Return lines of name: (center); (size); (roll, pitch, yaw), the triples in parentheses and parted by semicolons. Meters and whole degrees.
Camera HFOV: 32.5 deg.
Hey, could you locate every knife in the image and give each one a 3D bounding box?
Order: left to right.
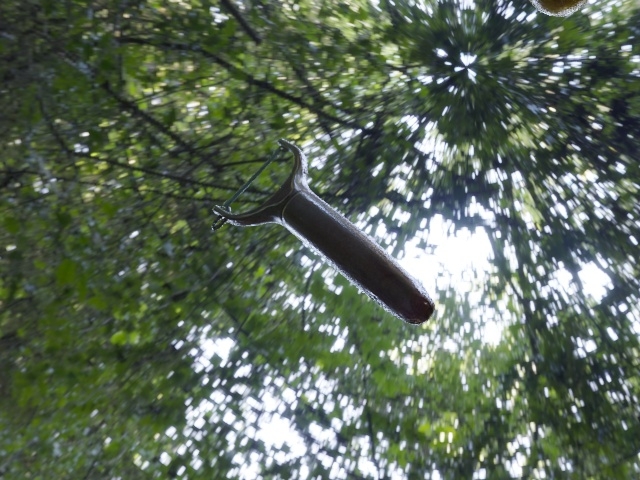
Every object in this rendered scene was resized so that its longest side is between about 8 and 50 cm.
knife: (-0.001, -0.001, 1.077); (0.123, 0.053, 0.278); (-49, -127, -3)

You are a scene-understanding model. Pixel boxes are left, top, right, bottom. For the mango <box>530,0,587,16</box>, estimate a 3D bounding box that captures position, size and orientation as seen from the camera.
mango: (0.254, -0.314, 1.088); (0.115, 0.090, 0.178); (52, -48, 26)
